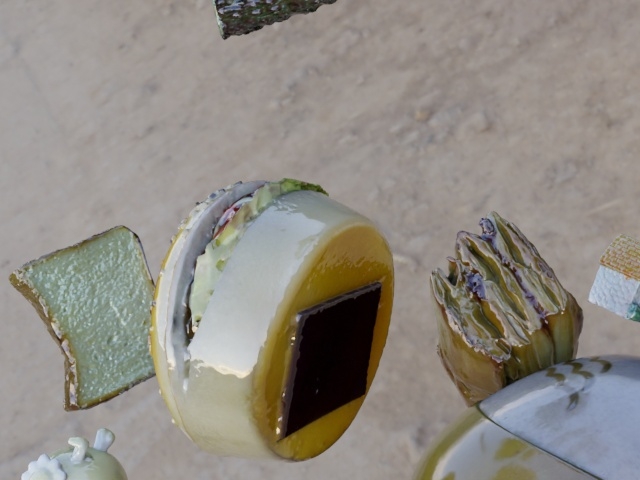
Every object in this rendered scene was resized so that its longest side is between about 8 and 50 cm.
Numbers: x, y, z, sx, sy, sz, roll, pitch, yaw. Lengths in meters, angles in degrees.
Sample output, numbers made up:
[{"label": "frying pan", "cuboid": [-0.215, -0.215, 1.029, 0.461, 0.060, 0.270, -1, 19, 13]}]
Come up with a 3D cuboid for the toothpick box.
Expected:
[{"label": "toothpick box", "cuboid": [0.321, 0.379, 1.420, 0.425, 0.409, 0.409, -24, 26, -2]}]

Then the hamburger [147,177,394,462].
[{"label": "hamburger", "cuboid": [-0.050, 0.076, 1.104, 0.176, 0.300, 0.300, 15, 47, 27]}]

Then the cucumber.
[{"label": "cucumber", "cuboid": [0.051, -0.312, 1.172, 0.359, 0.096, 0.096, -19, 26, -2]}]

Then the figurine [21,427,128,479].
[{"label": "figurine", "cuboid": [-0.284, 0.411, 1.268, 0.274, 0.395, 0.226, 16, 7, 20]}]

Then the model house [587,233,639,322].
[{"label": "model house", "cuboid": [0.426, 0.054, 1.449, 0.087, 0.100, 0.100, 28, 101, 55]}]

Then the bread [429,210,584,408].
[{"label": "bread", "cuboid": [0.265, 0.156, 1.675, 0.167, 0.325, 0.277, -15, 42, -14]}]

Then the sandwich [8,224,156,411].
[{"label": "sandwich", "cuboid": [-0.300, 0.103, 1.496, 0.186, 0.215, 0.065, -28, 5, -30]}]
